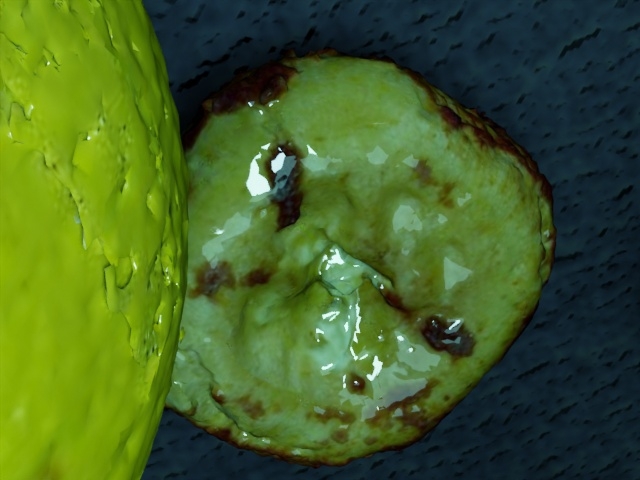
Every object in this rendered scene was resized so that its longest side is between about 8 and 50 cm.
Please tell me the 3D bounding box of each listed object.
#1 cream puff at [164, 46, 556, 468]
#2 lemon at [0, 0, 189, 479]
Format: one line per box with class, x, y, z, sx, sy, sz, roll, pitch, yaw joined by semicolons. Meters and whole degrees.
cream puff;0.000;0.000;0.585;0.149;0.084;0.149;-9;120;-17
lemon;-0.157;-0.006;0.413;0.258;0.258;0.310;-19;123;-9
